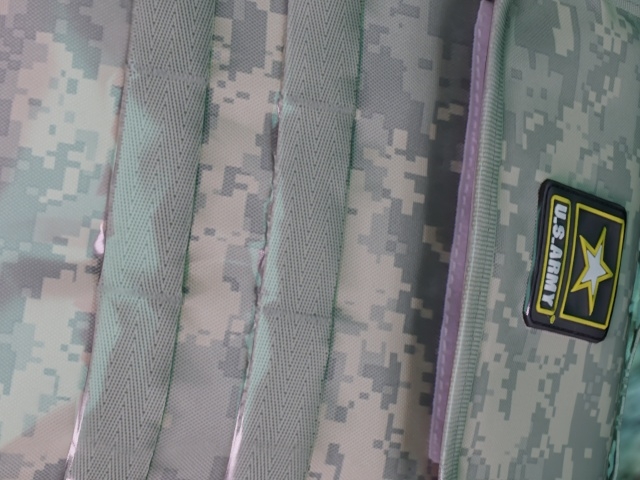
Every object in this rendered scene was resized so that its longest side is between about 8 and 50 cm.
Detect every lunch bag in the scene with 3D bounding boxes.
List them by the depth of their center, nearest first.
[{"bbox_3d":[0.000,0.000,0.718,0.287,0.169,0.235,9,86,-19],"label":"lunch bag"}]
